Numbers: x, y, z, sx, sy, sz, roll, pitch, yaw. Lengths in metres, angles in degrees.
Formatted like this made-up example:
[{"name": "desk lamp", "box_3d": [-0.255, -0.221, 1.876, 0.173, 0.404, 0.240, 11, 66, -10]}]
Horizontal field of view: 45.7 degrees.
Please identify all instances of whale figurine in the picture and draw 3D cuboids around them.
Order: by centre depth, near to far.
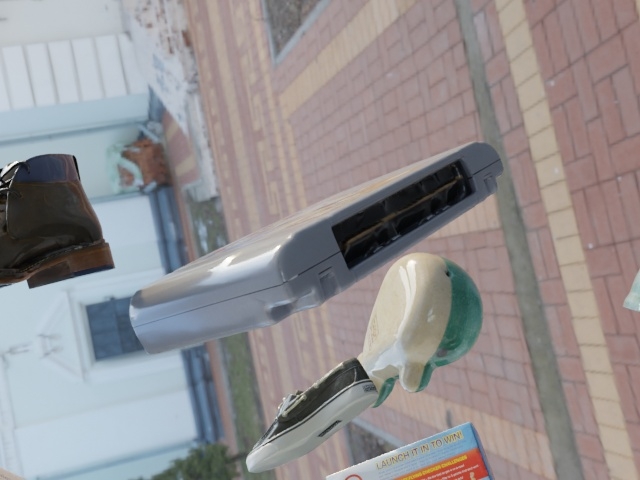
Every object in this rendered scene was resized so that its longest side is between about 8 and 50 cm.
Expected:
[{"name": "whale figurine", "box_3d": [0.147, 0.146, 1.155, 0.216, 0.141, 0.272, -97, 26, -49]}]

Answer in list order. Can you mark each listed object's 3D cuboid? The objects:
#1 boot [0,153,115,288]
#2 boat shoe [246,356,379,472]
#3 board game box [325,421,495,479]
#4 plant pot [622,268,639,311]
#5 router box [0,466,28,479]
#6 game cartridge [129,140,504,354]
[{"name": "boot", "box_3d": [-0.250, -0.013, 0.571, 0.219, 0.082, 0.106, -9, -95, -67]}, {"name": "boat shoe", "box_3d": [-0.020, 0.245, 1.056, 0.078, 0.219, 0.070, 33, -157, -57]}, {"name": "board game box", "box_3d": [0.189, 0.528, 1.376, 0.086, 0.308, 0.301, 56, -166, -46]}, {"name": "plant pot", "box_3d": [0.698, 0.063, 1.307, 0.293, 0.293, 0.196, -157, 81, -74]}, {"name": "router box", "box_3d": [-0.299, 0.327, 0.710, 0.335, 0.082, 0.301, 47, 172, -38]}, {"name": "game cartridge", "box_3d": [0.000, 0.000, 0.612, 0.198, 0.297, 0.062, -13, 100, 41]}]
